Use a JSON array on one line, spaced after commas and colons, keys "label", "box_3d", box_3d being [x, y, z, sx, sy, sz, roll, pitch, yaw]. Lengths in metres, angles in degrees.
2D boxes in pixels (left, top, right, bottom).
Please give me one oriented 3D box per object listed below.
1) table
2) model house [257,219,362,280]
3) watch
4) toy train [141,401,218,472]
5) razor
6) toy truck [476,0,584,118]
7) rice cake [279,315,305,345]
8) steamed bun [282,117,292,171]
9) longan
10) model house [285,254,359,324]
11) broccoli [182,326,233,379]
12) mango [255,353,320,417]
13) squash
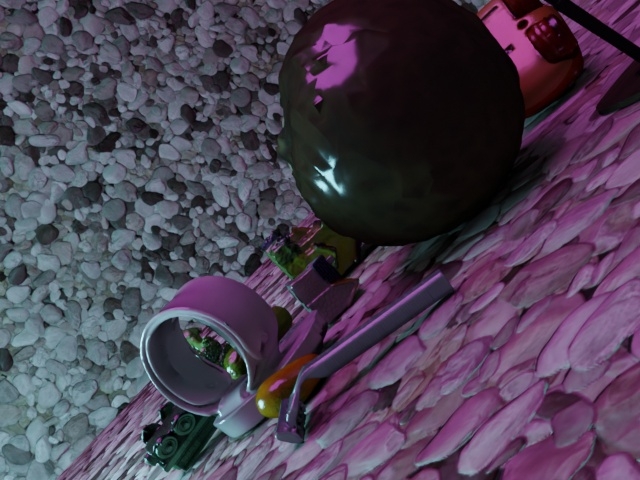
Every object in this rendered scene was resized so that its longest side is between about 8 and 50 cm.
[{"label": "table", "box_3d": [0.418, -0.365, 0.915, 0.317, 0.249, 0.317, -44, 6, 6]}, {"label": "model house", "box_3d": [0.000, 0.000, 1.580, 0.211, 0.170, 0.194, -44, 4, -4]}, {"label": "watch", "box_3d": [-0.138, 0.155, 1.174, 0.244, 0.231, 0.196, -44, 3, 31]}, {"label": "toy train", "box_3d": [-0.221, 0.313, 1.262, 0.071, 0.111, 0.170, 18, 68, 52]}, {"label": "razor", "box_3d": [0.047, 0.132, 0.928, 0.278, 0.056, 0.111, -44, 6, 7]}, {"label": "toy truck", "box_3d": [0.379, -0.325, 1.363, 0.189, 0.239, 0.265, -41, 48, 27]}, {"label": "rice cake", "box_3d": [-0.066, 0.192, 1.402, 0.121, 0.022, 0.021, -47, 4, -24]}, {"label": "steamed bun", "box_3d": [0.077, -0.171, 1.535, 0.394, 0.347, 0.237, -21, -18, -45]}, {"label": "longan", "box_3d": [0.109, -0.185, 1.132, 0.391, 0.391, 0.391, -44, 6, 6]}, {"label": "model house", "box_3d": [0.006, 0.081, 1.310, 0.100, 0.101, 0.088, -44, 4, -6]}, {"label": "broccoli", "box_3d": [-0.229, 0.252, 1.494, 0.195, 0.156, 0.195, -30, -26, -16]}, {"label": "mango", "box_3d": [-0.040, 0.200, 1.039, 0.114, 0.057, 0.079, -42, 0, -1]}, {"label": "squash", "box_3d": [-0.117, 0.194, 1.453, 0.069, 0.069, 0.239, -40, 2, 32]}]
